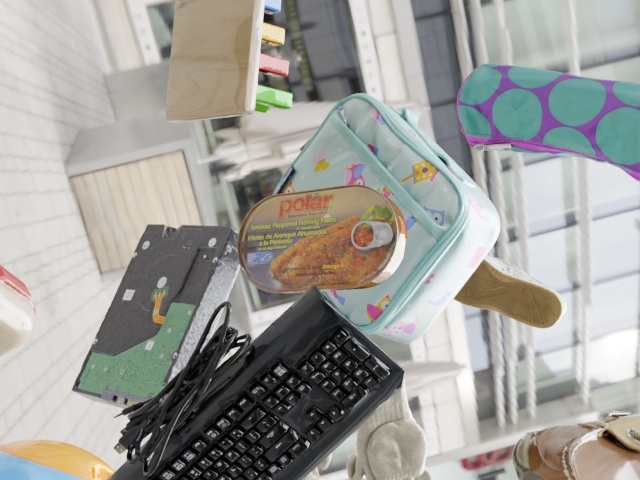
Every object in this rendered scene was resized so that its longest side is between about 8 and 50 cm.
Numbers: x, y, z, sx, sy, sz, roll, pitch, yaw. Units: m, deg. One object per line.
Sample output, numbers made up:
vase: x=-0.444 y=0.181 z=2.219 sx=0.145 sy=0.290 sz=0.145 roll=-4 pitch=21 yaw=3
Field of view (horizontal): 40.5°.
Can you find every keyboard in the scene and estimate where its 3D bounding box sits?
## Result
keyboard: x=-0.053 y=0.107 z=0.435 sx=0.100 sy=0.192 sz=0.038 roll=43 pitch=9 yaw=-16

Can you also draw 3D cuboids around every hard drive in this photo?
hard drive: x=-0.277 y=0.132 z=1.512 sx=0.064 sy=0.237 sz=0.338 roll=41 pitch=61 yaw=-42

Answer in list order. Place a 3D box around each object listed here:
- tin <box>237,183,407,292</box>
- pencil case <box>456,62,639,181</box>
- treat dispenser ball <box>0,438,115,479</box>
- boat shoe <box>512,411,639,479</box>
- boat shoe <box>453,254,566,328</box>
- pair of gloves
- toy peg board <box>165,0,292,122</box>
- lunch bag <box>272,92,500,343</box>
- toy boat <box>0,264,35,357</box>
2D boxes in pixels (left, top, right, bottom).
tin: x=0.000 y=0.000 z=0.900 sx=0.040 sy=0.190 sz=0.106 roll=8 pitch=79 yaw=-60
pencil case: x=0.175 y=-0.082 z=0.608 sx=0.064 sy=0.152 sz=0.070 roll=41 pitch=69 yaw=-53
treat dispenser ball: x=-0.358 y=0.389 z=1.062 sx=0.288 sy=0.288 sz=0.288 roll=166 pitch=-90 yaw=-86
boat shoe: x=0.259 y=0.189 z=0.715 sx=0.324 sy=0.120 sz=0.122 roll=13 pitch=46 yaw=-59
boat shoe: x=0.321 y=0.083 z=1.605 sx=0.096 sy=0.277 sz=0.098 roll=-5 pitch=119 yaw=-62
pair of gloves: x=0.021 y=0.286 z=1.146 sx=0.042 sy=0.240 sz=0.204 roll=-125 pitch=-166 yaw=-71
toy peg board: x=-0.097 y=-0.215 z=0.999 sx=0.161 sy=0.079 sz=0.160 roll=4 pitch=-92 yaw=48
lunch bag: x=0.066 y=-0.038 z=1.030 sx=0.108 sy=0.224 sz=0.279 roll=16 pitch=27 yaw=-45
toy boat: x=-0.458 y=0.079 z=1.005 sx=0.151 sy=0.231 sz=0.151 roll=62 pitch=1 yaw=33
